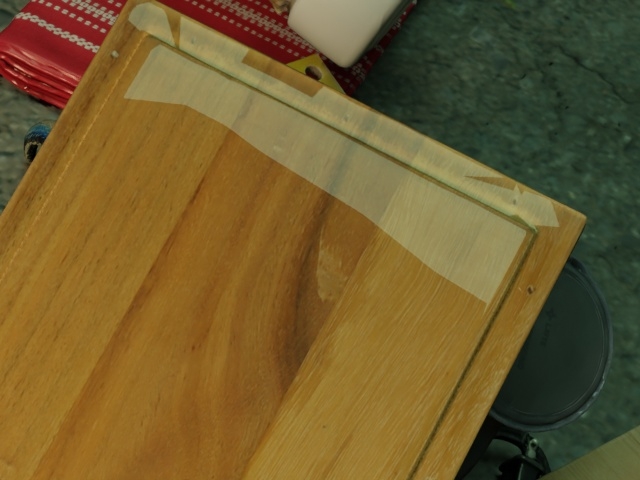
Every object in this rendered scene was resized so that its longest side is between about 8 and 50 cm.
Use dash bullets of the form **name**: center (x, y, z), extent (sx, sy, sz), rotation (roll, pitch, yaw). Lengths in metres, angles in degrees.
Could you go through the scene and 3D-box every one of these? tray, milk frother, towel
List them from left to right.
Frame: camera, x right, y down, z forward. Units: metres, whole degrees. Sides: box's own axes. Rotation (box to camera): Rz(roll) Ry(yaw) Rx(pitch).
- **tray**: center (-0.081, 0.128, 0.645), extent (0.203, 0.076, 0.411), rotation (27, 77, 7)
- **towel**: center (-0.058, -0.145, 1.063), extent (0.199, 0.031, 0.275), rotation (27, 47, 7)
- **milk frother**: center (0.088, 0.078, 0.817), extent (0.143, 0.135, 0.129), rotation (21, 78, -22)

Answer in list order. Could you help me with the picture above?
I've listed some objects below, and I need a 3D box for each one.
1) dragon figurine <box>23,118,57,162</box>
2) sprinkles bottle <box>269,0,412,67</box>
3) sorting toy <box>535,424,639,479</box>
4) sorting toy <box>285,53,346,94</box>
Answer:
- **dragon figurine**: center (-0.091, 0.012, 0.834), extent (0.289, 0.085, 0.144), rotation (17, 72, 35)
- **sprinkles bottle**: center (-0.083, -0.255, 0.996), extent (0.355, 0.121, 0.121), rotation (39, 48, -1)
- **sorting toy**: center (0.177, 0.223, 0.770), extent (0.255, 0.089, 0.257), rotation (-21, 59, -32)
- **sorting toy**: center (0.000, 0.000, 0.914), extent (0.132, 0.046, 0.274), rotation (1, 59, -26)
